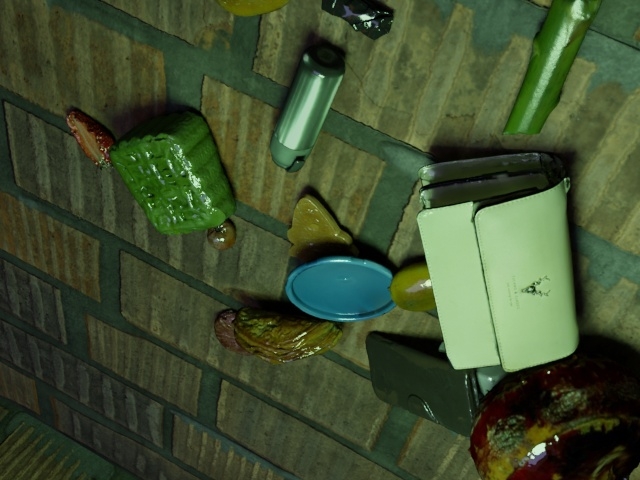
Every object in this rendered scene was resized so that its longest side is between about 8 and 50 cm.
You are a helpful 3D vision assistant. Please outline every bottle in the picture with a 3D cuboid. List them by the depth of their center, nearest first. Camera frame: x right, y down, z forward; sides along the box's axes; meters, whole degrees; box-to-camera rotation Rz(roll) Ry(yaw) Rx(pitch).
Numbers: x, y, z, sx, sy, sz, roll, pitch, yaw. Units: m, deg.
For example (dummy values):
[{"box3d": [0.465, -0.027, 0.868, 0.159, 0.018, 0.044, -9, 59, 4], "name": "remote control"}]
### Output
[{"box3d": [-0.026, -0.221, 1.378, 0.253, 0.080, 0.096, 118, 140, -49], "name": "bottle"}]

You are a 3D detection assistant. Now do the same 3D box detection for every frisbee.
[{"box3d": [0.048, 0.093, 1.624, 0.242, 0.045, 0.242, 2, 143, 2], "name": "frisbee"}]

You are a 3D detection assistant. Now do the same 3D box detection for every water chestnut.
[{"box3d": [0.456, 0.370, 1.422, 0.351, 0.302, 0.350, -8, 132, -9], "name": "water chestnut"}]

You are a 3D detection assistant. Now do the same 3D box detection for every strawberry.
[{"box3d": [-0.499, -0.224, 1.738, 0.104, 0.048, 0.152, -25, 98, 53], "name": "strawberry"}]

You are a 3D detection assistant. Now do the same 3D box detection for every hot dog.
[{"box3d": [-0.073, 0.220, 1.782, 0.259, 0.175, 0.114, 7, 89, 33], "name": "hot dog"}]

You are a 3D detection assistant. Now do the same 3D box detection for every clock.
[{"box3d": [0.325, 0.275, 1.601, 0.176, 0.080, 0.117, 23, 140, 39], "name": "clock"}]

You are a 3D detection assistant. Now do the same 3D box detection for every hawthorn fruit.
[{"box3d": [-0.214, -0.006, 1.747, 0.067, 0.066, 0.103, 22, 164, 16], "name": "hawthorn fruit"}]

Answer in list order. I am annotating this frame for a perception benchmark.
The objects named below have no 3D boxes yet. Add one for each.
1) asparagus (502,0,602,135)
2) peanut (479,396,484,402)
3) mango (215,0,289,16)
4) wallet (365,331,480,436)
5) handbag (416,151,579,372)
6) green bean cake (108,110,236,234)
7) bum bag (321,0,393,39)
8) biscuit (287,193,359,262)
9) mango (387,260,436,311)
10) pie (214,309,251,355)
[{"box3d": [0.328, -0.248, 1.131, 0.067, 0.060, 0.277, 16, 137, 7], "name": "asparagus"}, {"box3d": [0.387, 0.433, 1.677, 0.130, 0.130, 0.290, 3, 134, 33], "name": "peanut"}, {"box3d": [-0.091, -0.481, 1.144, 0.193, 0.146, 0.316, 23, 124, 14], "name": "mango"}, {"box3d": [0.209, 0.299, 1.650, 0.310, 0.042, 0.165, 13, 117, 51], "name": "wallet"}, {"box3d": [0.306, 0.043, 1.332, 0.237, 0.160, 0.358, -9, 124, 12], "name": "handbag"}, {"box3d": [-0.296, -0.130, 1.624, 0.222, 0.125, 0.248, -7, 124, 38], "name": "green bean cake"}, {"box3d": [0.055, -0.359, 1.232, 0.124, 0.034, 0.058, 35, 131, 0], "name": "bum bag"}, {"box3d": [0.000, 0.000, 1.608, 0.163, 0.035, 0.250, 6, 138, 22], "name": "biscuit"}, {"box3d": [0.210, 0.086, 1.519, 0.161, 0.076, 0.103, -15, 122, 32], "name": "mango"}, {"box3d": [-0.199, 0.235, 1.972, 0.154, 0.038, 0.153, 17, 136, 18], "name": "pie"}]
